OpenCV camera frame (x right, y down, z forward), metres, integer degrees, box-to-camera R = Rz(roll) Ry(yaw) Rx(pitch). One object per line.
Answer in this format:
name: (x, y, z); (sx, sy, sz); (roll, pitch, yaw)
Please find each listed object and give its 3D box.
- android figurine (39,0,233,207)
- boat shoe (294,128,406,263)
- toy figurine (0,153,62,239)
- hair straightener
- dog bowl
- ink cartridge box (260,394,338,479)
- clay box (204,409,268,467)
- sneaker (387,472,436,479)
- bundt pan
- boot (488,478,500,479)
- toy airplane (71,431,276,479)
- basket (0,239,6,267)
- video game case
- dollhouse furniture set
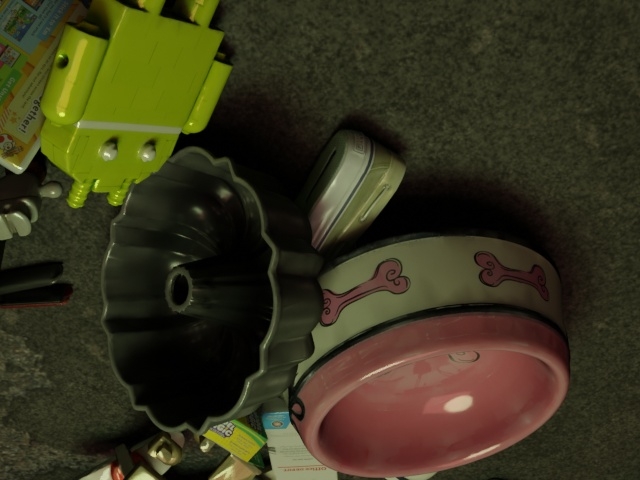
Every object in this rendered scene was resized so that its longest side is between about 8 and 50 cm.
android figurine: (-0.189, -0.156, 0.905); (0.056, 0.248, 0.272); (32, 106, 21)
boat shoe: (0.000, 0.000, 1.101); (0.094, 0.109, 0.302); (21, 124, -20)
toy figurine: (-0.372, -0.128, 0.988); (0.210, 0.148, 0.213); (25, 123, -25)
hair straightener: (-0.460, 0.050, 1.197); (0.231, 0.047, 0.089); (-1, 129, 8)
dog bowl: (0.134, 0.167, 1.137); (0.408, 0.150, 0.408); (-8, 141, -6)
ink cartridge box: (-0.028, 0.308, 1.373); (0.104, 0.060, 0.180); (-4, 126, 4)
clay box: (-0.161, 0.233, 1.274); (0.222, 0.127, 0.053); (38, 98, -27)
sneaker: (0.110, 0.313, 1.352); (0.095, 0.090, 0.235); (-32, 141, 24)
bundt pan: (-0.121, 0.059, 1.042); (0.124, 0.330, 0.331); (4, 139, -47)
boot: (0.303, 0.549, 1.470); (0.090, 0.206, 0.248); (-7, 128, 7)
toy airplane: (-0.233, 0.498, 1.394); (0.385, 0.272, 0.386); (20, 105, -34)
basket: (-0.464, 0.022, 1.049); (0.204, 0.226, 0.154); (22, 126, -15)
video game case: (-0.328, -0.214, 0.874); (0.206, 0.226, 0.026); (36, 156, -23)
dollhouse furniture set: (-0.198, 0.339, 1.324); (0.144, 0.123, 0.151); (42, 89, -12)
